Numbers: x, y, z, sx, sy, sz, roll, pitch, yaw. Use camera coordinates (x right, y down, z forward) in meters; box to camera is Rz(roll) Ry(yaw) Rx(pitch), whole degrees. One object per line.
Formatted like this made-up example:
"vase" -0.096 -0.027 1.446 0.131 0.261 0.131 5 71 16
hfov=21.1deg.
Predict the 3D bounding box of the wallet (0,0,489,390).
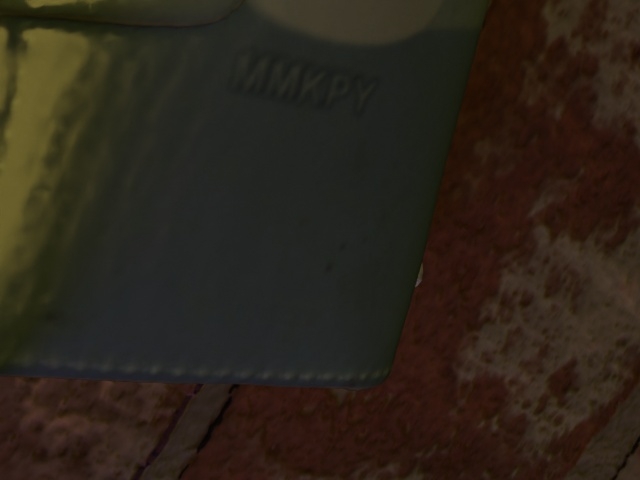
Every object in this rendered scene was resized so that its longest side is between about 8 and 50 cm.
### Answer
"wallet" -0.022 -0.114 0.606 0.252 0.083 0.360 3 104 -45

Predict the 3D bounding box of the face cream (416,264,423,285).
"face cream" 0.000 0.000 0.754 0.130 0.034 0.034 19 101 -48
